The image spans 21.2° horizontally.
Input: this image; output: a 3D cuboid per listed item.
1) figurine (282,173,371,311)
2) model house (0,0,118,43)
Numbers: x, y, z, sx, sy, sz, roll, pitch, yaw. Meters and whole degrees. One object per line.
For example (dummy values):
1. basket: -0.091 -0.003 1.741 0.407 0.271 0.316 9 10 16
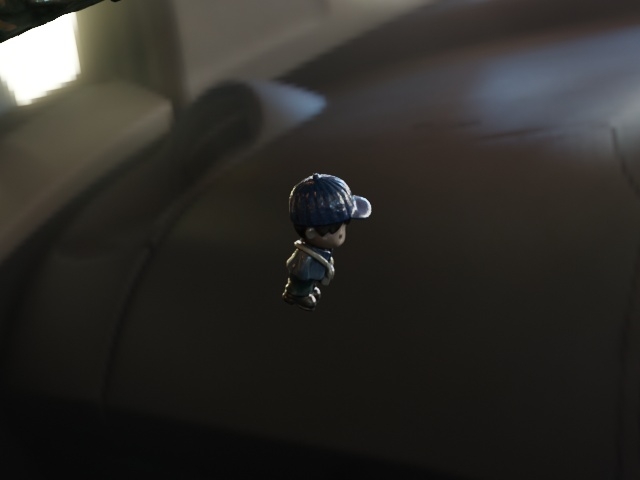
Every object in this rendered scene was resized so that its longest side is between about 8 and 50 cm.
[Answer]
1. figurine: -0.009 -0.003 1.718 0.079 0.136 0.077 29 21 0
2. model house: -0.278 -0.382 1.668 0.194 0.267 0.325 -28 -2 -32
